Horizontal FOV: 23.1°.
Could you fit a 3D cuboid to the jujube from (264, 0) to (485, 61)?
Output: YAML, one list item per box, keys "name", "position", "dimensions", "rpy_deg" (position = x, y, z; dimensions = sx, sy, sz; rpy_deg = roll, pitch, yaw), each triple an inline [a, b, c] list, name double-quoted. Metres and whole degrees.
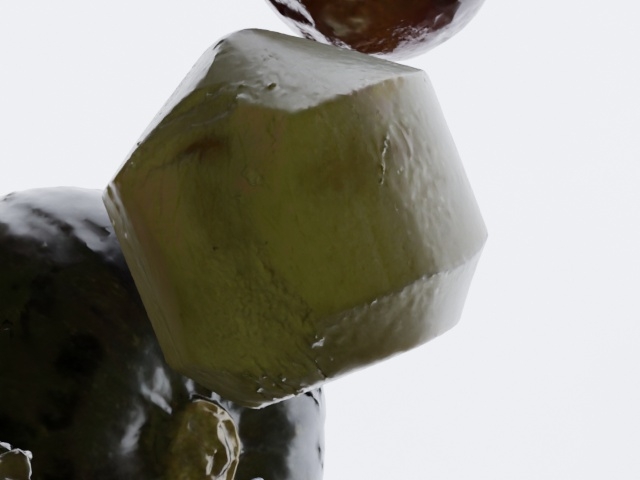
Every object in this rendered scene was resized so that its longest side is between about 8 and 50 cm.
- name: "jujube"
  position: [0.019, -0.295, 1.233]
  dimensions: [0.223, 0.223, 0.318]
  rpy_deg: [-21, -67, 15]

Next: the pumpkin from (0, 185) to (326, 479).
- name: "pumpkin"
  position: [-0.207, 0.175, 1.365]
  dimensions: [0.344, 0.454, 0.455]
  rpy_deg: [-5, -82, 49]

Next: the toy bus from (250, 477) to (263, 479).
- name: "toy bus"
  position: [-0.011, 0.268, 0.992]
  dimensions: [0.079, 0.094, 0.236]
  rpy_deg: [-29, -110, -18]

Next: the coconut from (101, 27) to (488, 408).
- name: "coconut"
  position: [-0.022, -0.021, 0.972]
  dimensions: [0.241, 0.241, 0.241]
  rpy_deg: [2, -82, 13]

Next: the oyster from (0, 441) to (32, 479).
- name: "oyster"
  position: [-0.273, 0.126, 0.904]
  dimensions: [0.221, 0.361, 0.096]
  rpy_deg: [-17, -64, -10]
